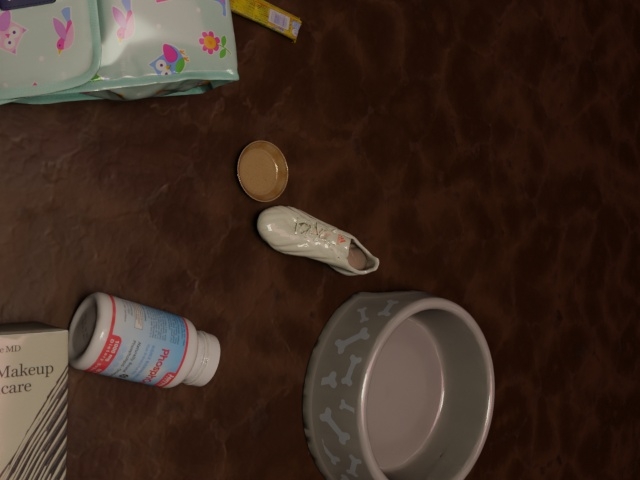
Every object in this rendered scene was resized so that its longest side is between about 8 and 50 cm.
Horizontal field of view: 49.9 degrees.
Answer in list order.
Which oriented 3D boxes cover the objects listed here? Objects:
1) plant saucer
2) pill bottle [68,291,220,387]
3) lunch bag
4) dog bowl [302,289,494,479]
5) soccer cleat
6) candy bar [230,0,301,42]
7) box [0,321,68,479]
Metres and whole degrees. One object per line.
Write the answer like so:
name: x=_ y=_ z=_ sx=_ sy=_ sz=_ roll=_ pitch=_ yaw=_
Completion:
plant saucer: x=-0.081 y=-0.094 z=0.939 sx=0.083 sy=0.015 sz=0.083 roll=1 pitch=88 yaw=-39
pill bottle: x=-0.199 y=0.120 z=0.790 sx=0.160 sy=0.087 sz=0.087 roll=23 pitch=74 yaw=-37
lunch bag: x=-0.237 y=-0.259 z=0.725 sx=0.262 sy=0.160 sz=0.223 roll=-10 pitch=99 yaw=-28
dog bowl: x=0.139 y=0.238 z=1.061 sx=0.349 sy=0.102 sz=0.348 roll=0 pitch=90 yaw=-40
soccer cleat: x=0.000 y=0.000 z=0.965 sx=0.196 sy=0.076 sz=0.068 roll=25 pitch=73 yaw=-36
candy bar: x=-0.089 y=-0.313 z=0.936 sx=0.162 sy=0.018 sz=0.040 roll=13 pitch=84 yaw=-39
box: x=-0.320 y=0.223 z=0.682 sx=0.113 sy=0.094 sz=0.275 roll=0 pitch=90 yaw=-40
